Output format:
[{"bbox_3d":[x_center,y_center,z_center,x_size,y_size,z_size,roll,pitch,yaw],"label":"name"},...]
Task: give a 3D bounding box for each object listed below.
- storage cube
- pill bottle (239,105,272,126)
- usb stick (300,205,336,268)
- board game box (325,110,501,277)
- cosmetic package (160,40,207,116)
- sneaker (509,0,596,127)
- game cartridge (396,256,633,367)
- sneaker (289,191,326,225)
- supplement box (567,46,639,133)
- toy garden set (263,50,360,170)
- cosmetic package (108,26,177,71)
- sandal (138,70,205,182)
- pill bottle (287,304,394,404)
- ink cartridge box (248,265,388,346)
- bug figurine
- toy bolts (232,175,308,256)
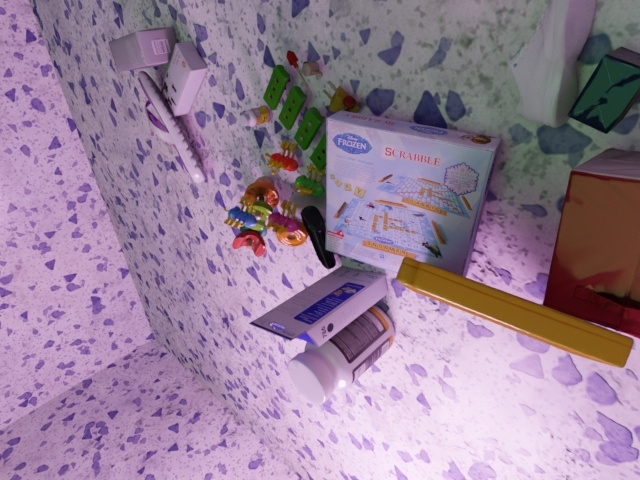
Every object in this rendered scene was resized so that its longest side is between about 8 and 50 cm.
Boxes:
[{"bbox_3d":[0.428,-0.002,0.540,0.183,0.215,0.193,20,122,41],"label":"storage cube"},{"bbox_3d":[-0.172,-0.328,1.110,0.043,0.083,0.043,29,134,35],"label":"pill bottle"},{"bbox_3d":[0.000,0.000,1.072,0.077,0.045,0.278,55,173,24],"label":"usb stick"},{"bbox_3d":[0.162,-0.077,0.852,0.318,0.066,0.318,18,129,23],"label":"board game box"},{"bbox_3d":[-0.435,-0.501,1.316,0.099,0.060,0.239,58,144,1],"label":"cosmetic package"},{"bbox_3d":[0.317,-0.271,0.595,0.094,0.080,0.212,35,140,47],"label":"sneaker"},{"bbox_3d":[0.278,0.106,0.671,0.285,0.323,0.053,21,86,19],"label":"game cartridge"},{"bbox_3d":[0.024,-0.070,1.079,0.237,0.085,0.086,19,161,34],"label":"sneaker"},{"bbox_3d":[0.386,-0.198,0.550,0.056,0.083,0.083,39,139,25],"label":"supplement box"},{"bbox_3d":[-0.019,-0.319,0.973,0.244,0.049,0.204,53,145,9],"label":"toy garden set"},{"bbox_3d":[-0.563,-0.607,1.338,0.238,0.127,0.107,17,127,40],"label":"cosmetic package"},{"bbox_3d":[-0.531,-0.377,1.428,0.416,0.102,0.169,62,175,-6],"label":"sandal"},{"bbox_3d":[0.058,0.292,1.111,0.162,0.278,0.162,28,133,35],"label":"pill bottle"},{"bbox_3d":[0.003,0.167,1.041,0.165,0.332,0.065,9,118,47],"label":"ink cartridge box"},{"bbox_3d":[-0.110,-0.116,1.071,0.216,0.279,0.072,26,162,27],"label":"bug figurine"},{"bbox_3d":[-0.153,-0.066,1.274,0.218,0.158,0.228,24,137,-21],"label":"toy bolts"}]
